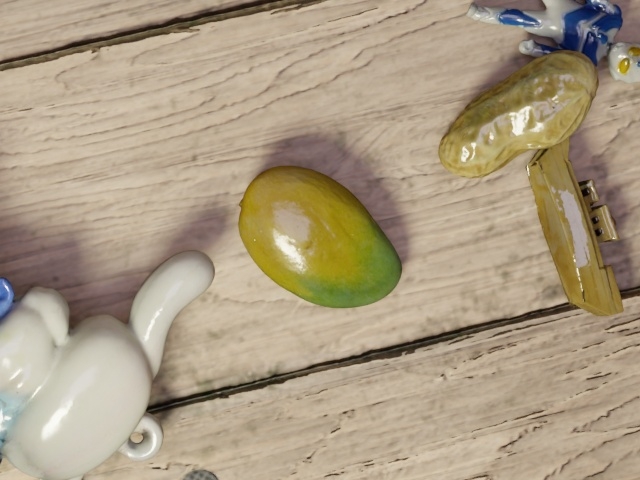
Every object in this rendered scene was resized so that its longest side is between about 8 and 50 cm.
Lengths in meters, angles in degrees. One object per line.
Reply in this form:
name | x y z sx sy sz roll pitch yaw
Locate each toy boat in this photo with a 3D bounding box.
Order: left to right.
toy boat | 0.287 -0.017 1.696 0.072 0.064 0.206 -17 92 -19

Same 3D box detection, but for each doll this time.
doll | -0.329 0.137 1.600 0.365 0.187 0.376 24 77 -15
doll | 0.281 -0.235 1.696 0.227 0.057 0.114 30 84 -3

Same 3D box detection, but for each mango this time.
mango | 0.000 0.000 1.661 0.194 0.092 0.130 27 86 -14

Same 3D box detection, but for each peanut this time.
peanut | 0.215 -0.131 1.669 0.194 0.083 0.093 -36 85 11
